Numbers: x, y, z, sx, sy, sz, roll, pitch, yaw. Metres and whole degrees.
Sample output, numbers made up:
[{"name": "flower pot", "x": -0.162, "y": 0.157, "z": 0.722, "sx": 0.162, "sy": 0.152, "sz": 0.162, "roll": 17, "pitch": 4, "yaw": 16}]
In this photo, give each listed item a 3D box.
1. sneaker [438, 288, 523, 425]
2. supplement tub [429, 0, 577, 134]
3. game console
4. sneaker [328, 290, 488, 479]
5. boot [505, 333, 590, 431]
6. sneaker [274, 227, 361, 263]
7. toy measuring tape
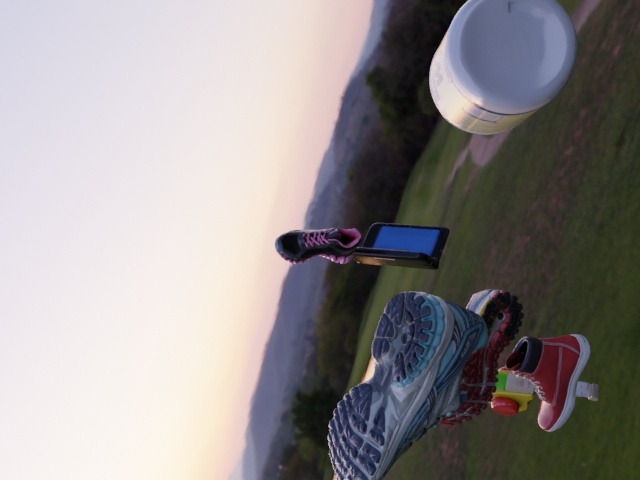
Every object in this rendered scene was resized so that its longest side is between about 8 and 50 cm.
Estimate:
[{"name": "sneaker", "x": 0.230, "y": 0.179, "z": 1.218, "sx": 0.225, "sy": 0.088, "sz": 0.093, "roll": -61, "pitch": 17, "yaw": -3}, {"name": "supplement tub", "x": 0.341, "y": -0.336, "z": 1.555, "sx": 0.325, "sy": 0.235, "sz": 0.235, "roll": 98, "pitch": -171, "yaw": -87}, {"name": "game console", "x": 0.106, "y": 0.000, "z": 1.116, "sx": 0.107, "sy": 0.122, "sz": 0.071, "roll": 29, "pitch": -113, "yaw": -63}, {"name": "sneaker", "x": 0.105, "y": 0.193, "z": 0.919, "sx": 0.283, "sy": 0.122, "sz": 0.110, "roll": -65, "pitch": 31, "yaw": 24}, {"name": "boot", "x": 0.474, "y": 0.315, "z": 1.751, "sx": 0.088, "sy": 0.176, "sz": 0.244, "roll": -121, "pitch": 35, "yaw": -60}, {"name": "sneaker", "x": 0.000, "y": 0.000, "z": 1.016, "sx": 0.057, "sy": 0.119, "sz": 0.047, "roll": -44, "pitch": 53, "yaw": 53}, {"name": "toy measuring tape", "x": 0.527, "y": 0.379, "z": 1.971, "sx": 0.121, "sy": 0.330, "sz": 0.121, "roll": 2, "pitch": -92, "yaw": -59}]
